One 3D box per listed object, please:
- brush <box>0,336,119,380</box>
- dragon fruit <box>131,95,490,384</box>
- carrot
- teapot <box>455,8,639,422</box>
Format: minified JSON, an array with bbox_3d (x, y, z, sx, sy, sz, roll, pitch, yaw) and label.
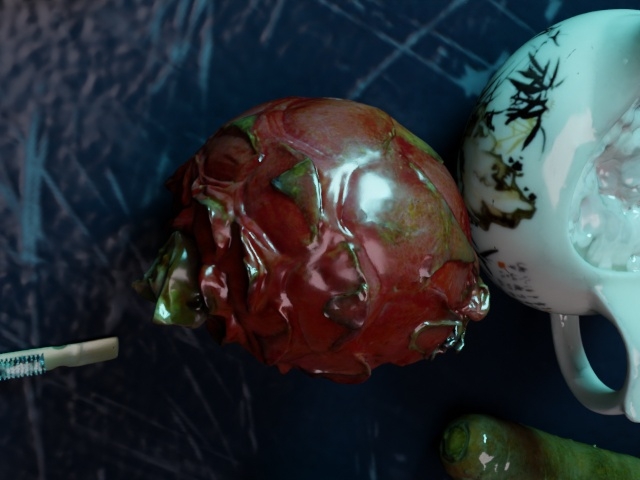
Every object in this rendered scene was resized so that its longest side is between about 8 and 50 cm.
[{"bbox_3d":[-0.166,0.074,0.763,0.083,0.013,0.016,-8,113,-25],"label":"brush"},{"bbox_3d":[0.000,0.000,0.722,0.209,0.172,0.172,10,106,-29],"label":"dragon fruit"},{"bbox_3d":[0.232,0.200,0.986,0.342,0.070,0.070,18,102,-33],"label":"carrot"},{"bbox_3d":[0.196,-0.028,0.819,0.208,0.166,0.300,-15,108,-34],"label":"teapot"}]
